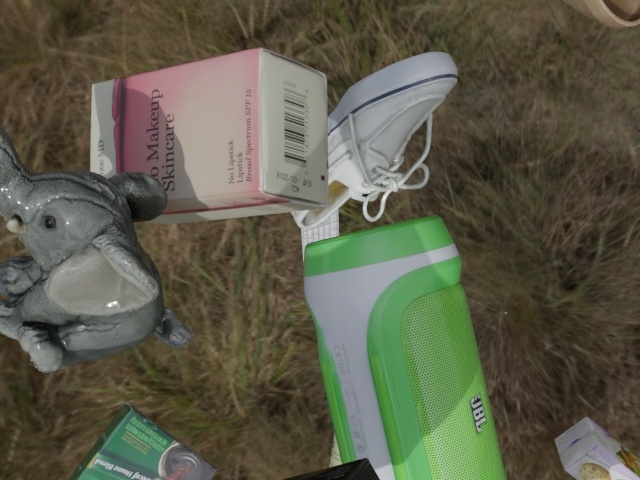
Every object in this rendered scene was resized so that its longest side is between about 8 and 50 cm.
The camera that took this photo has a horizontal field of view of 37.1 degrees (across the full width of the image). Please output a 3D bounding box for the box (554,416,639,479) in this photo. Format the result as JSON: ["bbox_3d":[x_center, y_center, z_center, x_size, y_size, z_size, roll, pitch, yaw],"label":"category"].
[{"bbox_3d":[0.470,0.372,1.388,0.324,0.063,0.067,39,113,-23],"label":"box"}]

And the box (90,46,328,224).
[{"bbox_3d":[-0.119,-0.103,1.015,0.232,0.127,0.148,-5,83,32],"label":"box"}]

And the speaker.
[{"bbox_3d":[0.072,0.135,0.732,0.131,0.131,0.296,-13,91,10],"label":"speaker"}]

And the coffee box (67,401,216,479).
[{"bbox_3d":[-0.197,0.264,0.918,0.113,0.040,0.184,41,77,-16],"label":"coffee box"}]

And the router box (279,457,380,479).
[{"bbox_3d":[-0.019,0.194,0.490,0.179,0.046,0.133,-25,96,38],"label":"router box"}]

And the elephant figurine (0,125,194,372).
[{"bbox_3d":[-0.208,0.005,0.852,0.169,0.186,0.239,50,140,19],"label":"elephant figurine"}]

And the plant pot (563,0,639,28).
[{"bbox_3d":[0.475,-0.478,1.649,0.110,0.237,0.237,-4,84,48],"label":"plant pot"}]

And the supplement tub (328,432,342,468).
[{"bbox_3d":[0.128,0.408,1.613,0.235,0.235,0.324,8,87,11],"label":"supplement tub"}]

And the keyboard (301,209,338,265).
[{"bbox_3d":[0.000,0.000,1.776,0.072,0.256,0.014,-13,53,-8],"label":"keyboard"}]

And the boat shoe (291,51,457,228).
[{"bbox_3d":[0.065,-0.104,1.277,0.367,0.136,0.156,-32,72,46],"label":"boat shoe"}]
